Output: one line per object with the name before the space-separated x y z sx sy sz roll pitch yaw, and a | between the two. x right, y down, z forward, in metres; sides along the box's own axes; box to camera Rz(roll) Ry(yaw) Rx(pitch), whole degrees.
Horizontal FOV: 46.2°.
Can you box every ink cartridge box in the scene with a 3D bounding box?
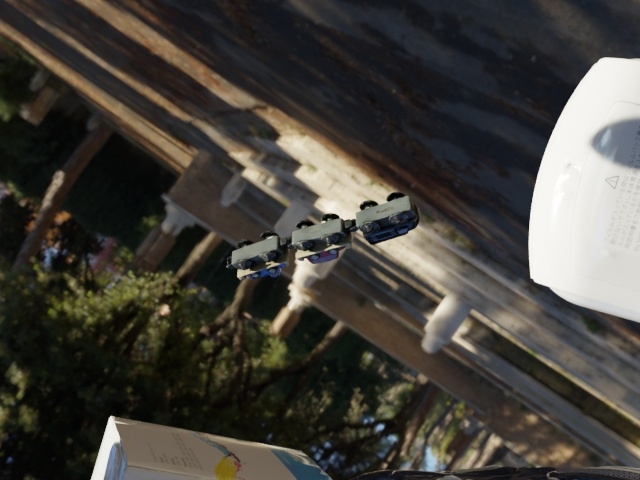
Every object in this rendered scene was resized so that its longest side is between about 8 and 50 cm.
ink cartridge box | -0.139 0.350 0.894 0.270 0.198 0.197 17 178 -20

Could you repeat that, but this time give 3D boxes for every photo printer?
photo printer | 0.371 -0.034 0.742 0.308 0.255 0.107 15 -174 7

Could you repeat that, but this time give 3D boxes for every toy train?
toy train | 0.000 0.000 0.565 0.036 0.158 0.027 46 -145 -48

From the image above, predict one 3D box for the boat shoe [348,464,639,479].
boat shoe | 0.166 0.264 0.677 0.341 0.127 0.158 -20 146 32
